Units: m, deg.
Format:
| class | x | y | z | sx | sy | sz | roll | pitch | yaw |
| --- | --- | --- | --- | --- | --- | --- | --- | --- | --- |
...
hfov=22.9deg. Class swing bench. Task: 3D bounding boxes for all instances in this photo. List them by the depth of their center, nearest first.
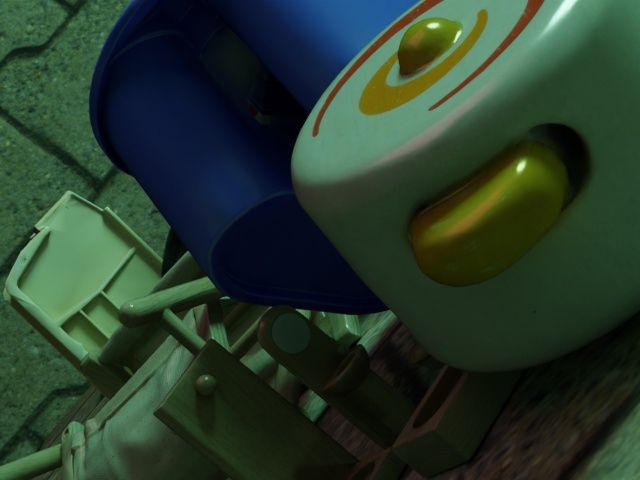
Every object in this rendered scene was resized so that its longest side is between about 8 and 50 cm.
| class | x | y | z | sx | sy | sz | roll | pitch | yaw |
| --- | --- | --- | --- | --- | --- | --- | --- | --- | --- |
| swing bench | -0.113 | 0.124 | 1.250 | 0.253 | 0.165 | 0.254 | -47 | 2 | 30 |

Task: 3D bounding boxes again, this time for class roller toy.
| class | x | y | z | sx | sy | sz | roll | pitch | yaw |
| --- | --- | --- | --- | --- | --- | --- | --- | --- | --- |
| roller toy | 0.087 | -0.045 | 0.757 | 0.209 | 0.146 | 0.191 | -51 | 22 | -25 |

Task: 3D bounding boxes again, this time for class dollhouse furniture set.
| class | x | y | z | sx | sy | sz | roll | pitch | yaw |
| --- | --- | --- | --- | --- | --- | --- | --- | --- | --- |
| dollhouse furniture set | 0.019 | 0.063 | 0.855 | 0.144 | 0.123 | 0.151 | -54 | 8 | -30 |

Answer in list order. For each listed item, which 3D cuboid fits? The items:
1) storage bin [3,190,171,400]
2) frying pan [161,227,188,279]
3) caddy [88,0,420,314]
| class | x | y | z | sx | sy | sz | roll | pitch | yaw |
| --- | --- | --- | --- | --- | --- | --- | --- | --- | --- |
| storage bin | -0.194 | 0.086 | 1.563 | 0.123 | 0.260 | 0.262 | -47 | 6 | -10 |
| frying pan | -0.047 | -0.015 | 1.360 | 0.053 | 0.197 | 0.326 | -6 | -59 | -47 |
| caddy | 0.013 | -0.093 | 1.003 | 0.241 | 0.179 | 0.341 | -47 | -29 | 21 |
